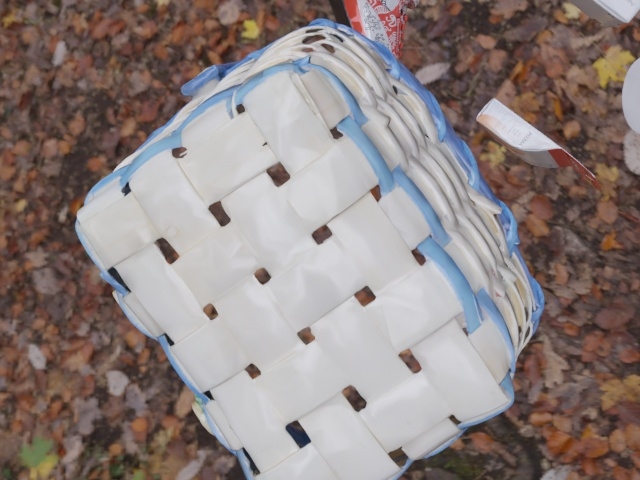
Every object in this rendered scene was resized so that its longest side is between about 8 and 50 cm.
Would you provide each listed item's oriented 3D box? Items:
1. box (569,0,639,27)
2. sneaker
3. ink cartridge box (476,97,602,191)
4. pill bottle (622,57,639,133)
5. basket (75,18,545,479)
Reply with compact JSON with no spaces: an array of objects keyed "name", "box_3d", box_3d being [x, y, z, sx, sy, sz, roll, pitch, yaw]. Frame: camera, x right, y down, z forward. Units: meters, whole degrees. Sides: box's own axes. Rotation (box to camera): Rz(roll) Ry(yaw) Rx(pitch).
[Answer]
[{"name":"box","box_3d":[0.423,-0.428,1.287,0.182,0.181,0.119,37,105,0]},{"name":"sneaker","box_3d":[0.099,-0.307,1.179,0.090,0.145,0.270,39,150,65]},{"name":"ink cartridge box","box_3d":[0.312,-0.120,1.189,0.179,0.145,0.045,45,102,20]},{"name":"pill bottle","box_3d":[0.531,-0.194,1.096,0.136,0.245,0.136,176,90,-78]},{"name":"basket","box_3d":[0.000,0.000,0.488,0.201,0.289,0.255,-33,93,17]}]
